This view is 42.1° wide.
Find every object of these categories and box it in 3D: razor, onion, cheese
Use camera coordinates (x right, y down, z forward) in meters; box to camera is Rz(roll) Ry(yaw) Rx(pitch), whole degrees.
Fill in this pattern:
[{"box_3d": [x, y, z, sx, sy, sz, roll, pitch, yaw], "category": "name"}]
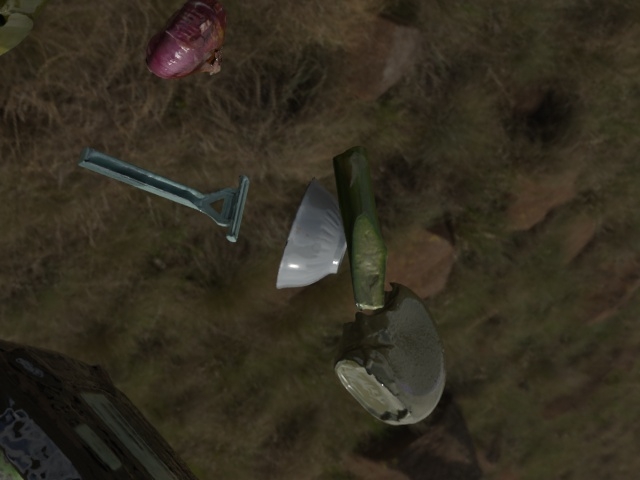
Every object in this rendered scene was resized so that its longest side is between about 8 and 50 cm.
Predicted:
[{"box_3d": [-0.251, -0.088, 1.335, 0.278, 0.110, 0.056, 19, 162, -25], "category": "razor"}, {"box_3d": [-0.290, -0.447, 1.901, 0.230, 0.163, 0.230, -38, -167, 11], "category": "onion"}, {"box_3d": [0.101, 0.152, 1.148, 0.091, 0.202, 0.175, -27, 119, 35], "category": "cheese"}]

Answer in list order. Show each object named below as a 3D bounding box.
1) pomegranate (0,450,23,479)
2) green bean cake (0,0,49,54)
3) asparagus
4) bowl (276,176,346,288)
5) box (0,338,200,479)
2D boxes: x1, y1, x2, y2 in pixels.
[{"box_3d": [-0.503, 0.315, 1.401, 0.211, 0.211, 0.263, -31, 124, -7], "category": "pomegranate"}, {"box_3d": [-0.548, -0.376, 1.231, 0.310, 0.202, 0.285, -26, -176, 27], "category": "green bean cake"}, {"box_3d": [0.043, -0.014, 0.888, 0.045, 0.178, 0.041, -18, 159, 25], "category": "asparagus"}, {"box_3d": [0.000, 0.000, 1.321, 0.189, 0.086, 0.188, 17, 90, -86], "category": "bowl"}, {"box_3d": [-0.230, 0.259, 0.925, 0.091, 0.359, 0.350, -43, 170, -7], "category": "box"}]
